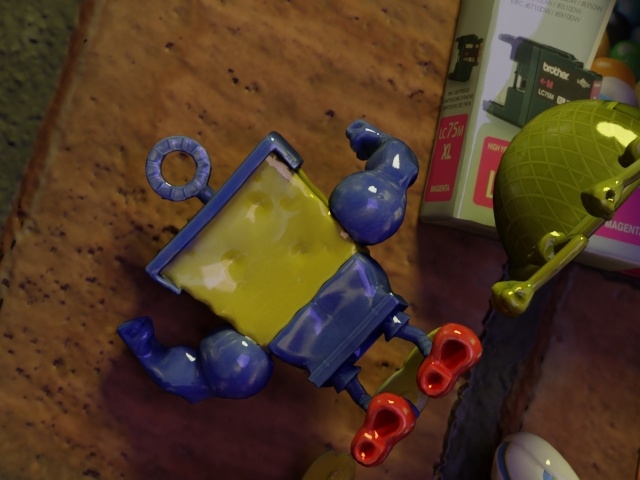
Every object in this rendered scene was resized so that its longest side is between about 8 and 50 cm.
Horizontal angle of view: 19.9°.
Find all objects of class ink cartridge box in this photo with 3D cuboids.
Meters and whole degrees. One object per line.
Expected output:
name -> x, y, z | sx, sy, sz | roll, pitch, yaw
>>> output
ink cartridge box -> 0.183, -0.141, 1.154 | 0.185, 0.065, 0.311 | 14, 82, -20

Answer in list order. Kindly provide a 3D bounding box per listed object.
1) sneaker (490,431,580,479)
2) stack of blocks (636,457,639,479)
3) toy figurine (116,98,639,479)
sneaker -> 0.113, 0.242, 1.099 | 0.126, 0.091, 0.240 | -14, 94, -20
stack of blocks -> 0.341, 0.132, 1.077 | 0.171, 0.297, 0.087 | 13, 85, -21
toy figurine -> 0.000, 0.000, 1.006 | 0.217, 0.191, 0.362 | 43, 97, 5
